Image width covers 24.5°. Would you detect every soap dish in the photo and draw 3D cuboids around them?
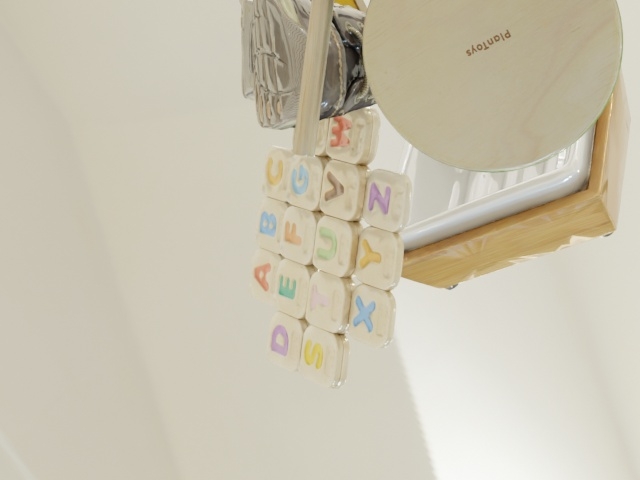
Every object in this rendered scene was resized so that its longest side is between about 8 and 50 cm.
[{"bbox_3d":[0.221,-0.074,1.710,0.291,0.229,0.118,-20,-52,35],"label":"soap dish"}]

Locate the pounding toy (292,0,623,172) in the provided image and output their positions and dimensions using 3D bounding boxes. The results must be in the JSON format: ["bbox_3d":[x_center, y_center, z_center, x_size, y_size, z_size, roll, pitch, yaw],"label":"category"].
[{"bbox_3d":[0.100,-0.150,1.089,0.237,0.110,0.183,2,-75,7],"label":"pounding toy"}]

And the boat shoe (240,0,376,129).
[{"bbox_3d":[-0.001,-0.180,1.384,0.355,0.130,0.132,-119,-152,-74],"label":"boat shoe"}]

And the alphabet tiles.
[{"bbox_3d":[0.000,0.000,1.496,0.278,0.021,0.284,19,-76,58],"label":"alphabet tiles"}]

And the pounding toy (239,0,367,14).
[{"bbox_3d":[-0.015,-0.242,1.666,0.130,0.141,0.100,64,-25,-4],"label":"pounding toy"}]
